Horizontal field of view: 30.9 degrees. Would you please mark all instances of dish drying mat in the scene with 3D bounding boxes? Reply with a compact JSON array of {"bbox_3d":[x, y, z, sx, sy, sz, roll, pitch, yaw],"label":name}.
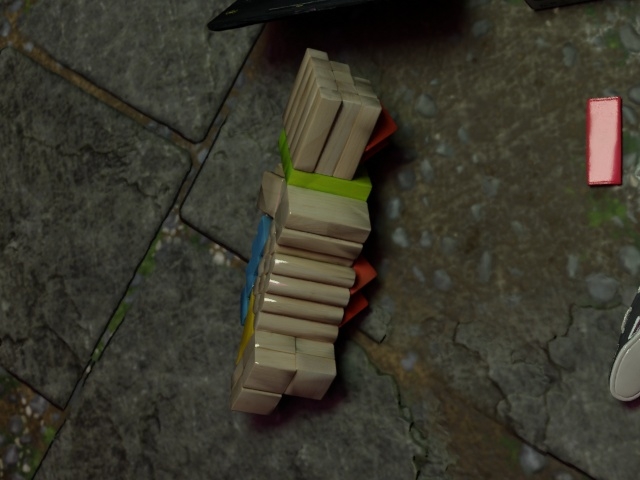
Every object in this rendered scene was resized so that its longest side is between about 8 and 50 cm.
[{"bbox_3d":[0.266,-0.093,1.086,0.032,0.008,0.083,-2,81,24],"label":"dish drying mat"}]

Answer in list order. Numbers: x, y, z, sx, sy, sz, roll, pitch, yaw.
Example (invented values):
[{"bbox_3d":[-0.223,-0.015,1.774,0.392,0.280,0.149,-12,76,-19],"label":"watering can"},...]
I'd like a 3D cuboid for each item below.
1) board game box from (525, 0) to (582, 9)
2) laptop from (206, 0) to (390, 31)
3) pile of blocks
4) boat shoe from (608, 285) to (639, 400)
[{"bbox_3d":[0.333,-0.335,1.065,0.305,0.053,0.193,-6,80,24],"label":"board game box"},{"bbox_3d":[0.021,-0.330,1.161,0.234,0.264,0.136,-5,117,25],"label":"laptop"},{"bbox_3d":[0.000,0.000,1.157,0.112,0.149,0.362,12,99,-17],"label":"pile of blocks"},{"bbox_3d":[0.288,0.082,1.033,0.046,0.038,0.125,18,97,-16],"label":"boat shoe"}]
